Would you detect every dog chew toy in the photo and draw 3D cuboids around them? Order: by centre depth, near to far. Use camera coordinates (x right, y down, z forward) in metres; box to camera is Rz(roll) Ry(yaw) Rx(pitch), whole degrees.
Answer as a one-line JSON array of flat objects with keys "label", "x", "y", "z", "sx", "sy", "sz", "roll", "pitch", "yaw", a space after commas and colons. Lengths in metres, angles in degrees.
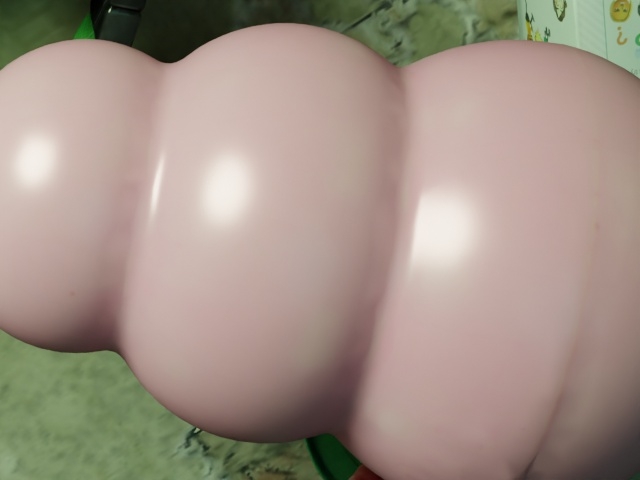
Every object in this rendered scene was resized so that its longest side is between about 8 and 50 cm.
[{"label": "dog chew toy", "x": 0.000, "y": 0.000, "z": 0.624, "sx": 0.331, "sy": 0.206, "sz": 0.207, "roll": 11, "pitch": 104, "yaw": -9}]

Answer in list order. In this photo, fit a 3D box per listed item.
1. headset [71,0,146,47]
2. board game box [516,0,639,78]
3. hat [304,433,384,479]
[{"label": "headset", "x": -0.176, "y": -0.174, "z": 0.582, "sx": 0.243, "sy": 0.185, "sz": 0.394, "roll": 7, "pitch": 117, "yaw": -17}, {"label": "board game box", "x": 0.204, "y": -0.218, "z": 0.716, "sx": 0.224, "sy": 0.097, "sz": 0.303, "roll": -11, "pitch": 108, "yaw": -10}, {"label": "hat", "x": 0.086, "y": 0.114, "z": 0.743, "sx": 0.208, "sy": 0.183, "sz": 0.173, "roll": -42, "pitch": 113, "yaw": 1}]
